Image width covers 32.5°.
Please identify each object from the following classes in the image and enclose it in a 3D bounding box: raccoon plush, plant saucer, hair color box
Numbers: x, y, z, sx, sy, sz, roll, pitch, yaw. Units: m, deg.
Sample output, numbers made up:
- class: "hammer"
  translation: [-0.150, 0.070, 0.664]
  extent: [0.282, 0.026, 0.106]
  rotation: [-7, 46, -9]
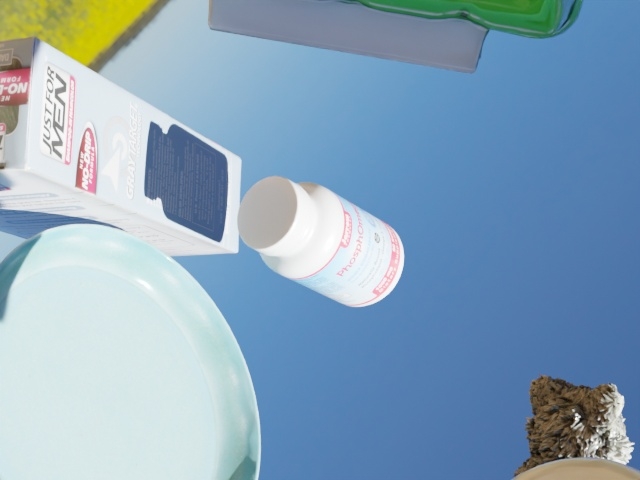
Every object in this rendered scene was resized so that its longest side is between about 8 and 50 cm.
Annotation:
- class: "raccoon plush"
  translation: [0.339, 0.387, 1.600]
  extent: [0.216, 0.299, 0.446]
  rotation: [1, -166, 28]
- class: "plant saucer"
  translation: [-0.175, 0.139, 0.946]
  extent: [0.044, 0.317, 0.317]
  rotation: [-26, -156, 34]
- class: "hair color box"
  translation: [-0.237, -0.068, 1.035]
  extent: [0.185, 0.374, 0.113]
  rotation: [-3, -101, 21]

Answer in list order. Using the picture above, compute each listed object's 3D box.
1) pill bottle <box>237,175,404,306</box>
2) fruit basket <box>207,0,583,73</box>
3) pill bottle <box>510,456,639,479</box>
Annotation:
- class: "pill bottle"
  translation: [0.000, 0.000, 0.977]
  extent: [0.087, 0.160, 0.087]
  rotation: [-13, -114, 32]
- class: "fruit basket"
  translation: [0.034, -0.206, 0.606]
  extent: [0.353, 0.327, 0.165]
  rotation: [-79, 179, -71]
- class: "pill bottle"
  translation: [0.155, 0.189, 0.528]
  extent: [0.118, 0.208, 0.117]
  rotation: [-16, -125, 25]
